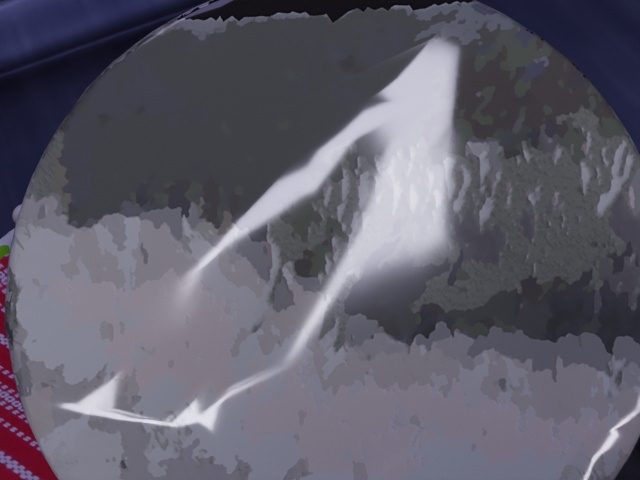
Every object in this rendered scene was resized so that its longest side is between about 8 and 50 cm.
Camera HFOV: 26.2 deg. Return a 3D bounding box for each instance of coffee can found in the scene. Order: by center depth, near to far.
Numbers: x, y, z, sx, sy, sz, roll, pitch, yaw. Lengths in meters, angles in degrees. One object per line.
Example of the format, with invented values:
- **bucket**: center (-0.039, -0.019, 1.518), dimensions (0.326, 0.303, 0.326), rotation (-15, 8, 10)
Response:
- **coffee can**: center (0.000, 0.000, 0.541), dimensions (0.202, 0.201, 0.275), rotation (-21, 10, 0)

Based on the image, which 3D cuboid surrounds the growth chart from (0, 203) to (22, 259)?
- **growth chart**: center (-0.268, 0.064, 0.805), dimensions (0.237, 0.021, 0.172), rotation (-23, 40, -3)

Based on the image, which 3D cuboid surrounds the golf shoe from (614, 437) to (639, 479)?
- **golf shoe**: center (0.185, 0.082, 0.510), dimensions (0.115, 0.140, 0.306), rotation (-32, 43, -14)

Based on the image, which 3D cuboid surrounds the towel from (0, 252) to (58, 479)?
- **towel**: center (-0.188, 0.094, 0.651), dimensions (0.199, 0.031, 0.275), rotation (28, 39, 34)
